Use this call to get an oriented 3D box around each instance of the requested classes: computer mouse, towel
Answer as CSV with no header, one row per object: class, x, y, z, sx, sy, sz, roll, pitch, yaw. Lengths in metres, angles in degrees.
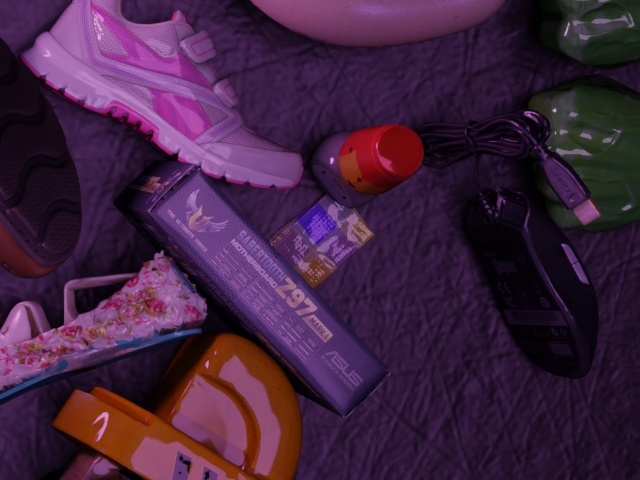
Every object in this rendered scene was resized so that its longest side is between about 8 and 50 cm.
computer mouse,0.197,-0.005,1.615,0.060,0.184,0.262,-35,101,-28
towel,0.000,0.000,1.645,0.083,0.009,0.060,-40,101,-9

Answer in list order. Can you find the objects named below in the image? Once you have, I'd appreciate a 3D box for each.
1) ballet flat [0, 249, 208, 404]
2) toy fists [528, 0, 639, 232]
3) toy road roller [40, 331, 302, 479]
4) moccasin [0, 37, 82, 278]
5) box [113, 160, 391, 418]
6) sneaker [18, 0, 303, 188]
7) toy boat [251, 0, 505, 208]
ballet flat,-0.205,0.075,1.538,0.241,0.091,0.077,-21,85,12
toy fists,0.250,-0.145,1.651,0.142,0.096,0.279,0,105,-24
toy road roller,-0.070,0.221,1.545,0.329,0.202,0.240,33,80,-13
moccasin,-0.336,-0.119,1.485,0.380,0.139,0.147,45,126,-9
box,-0.060,0.036,1.543,0.059,0.183,0.233,-45,102,-8
sneaker,-0.115,-0.126,1.559,0.252,0.103,0.111,30,88,-15
toy boat,0.034,-0.190,1.585,0.267,0.148,0.318,1,84,-19
